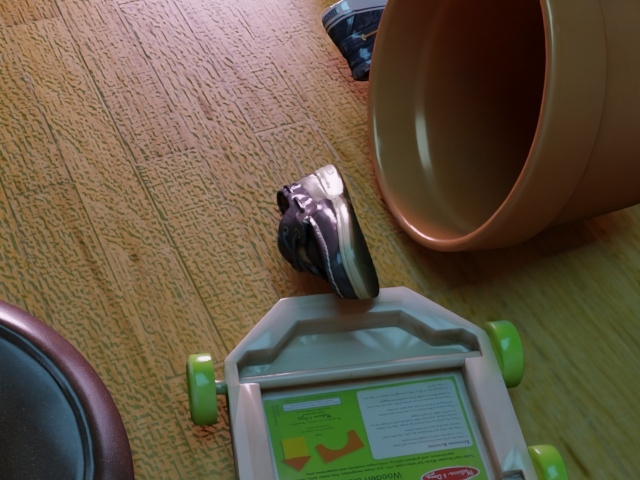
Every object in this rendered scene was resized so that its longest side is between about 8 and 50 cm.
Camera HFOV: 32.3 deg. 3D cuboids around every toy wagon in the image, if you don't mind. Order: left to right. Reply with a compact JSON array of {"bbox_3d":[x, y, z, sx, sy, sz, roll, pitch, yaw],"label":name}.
[{"bbox_3d":[0.045,0.182,0.825,0.267,0.068,0.344,-5,50,-10],"label":"toy wagon"}]

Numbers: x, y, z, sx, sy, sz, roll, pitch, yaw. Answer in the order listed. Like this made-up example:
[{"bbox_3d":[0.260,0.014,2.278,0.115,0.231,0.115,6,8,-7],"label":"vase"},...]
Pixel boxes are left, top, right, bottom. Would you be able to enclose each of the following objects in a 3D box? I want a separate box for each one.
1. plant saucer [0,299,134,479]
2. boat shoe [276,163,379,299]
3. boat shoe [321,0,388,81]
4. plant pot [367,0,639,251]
[{"bbox_3d":[-0.274,0.159,0.756,0.311,0.050,0.310,13,56,-19],"label":"plant saucer"},{"bbox_3d":[0.000,-0.001,0.952,0.073,0.080,0.223,-19,24,2],"label":"boat shoe"},{"bbox_3d":[0.085,-0.221,1.198,0.183,0.065,0.083,-19,82,-38],"label":"boat shoe"},{"bbox_3d":[0.197,-0.132,1.000,0.203,0.291,0.291,2,46,-27],"label":"plant pot"}]
